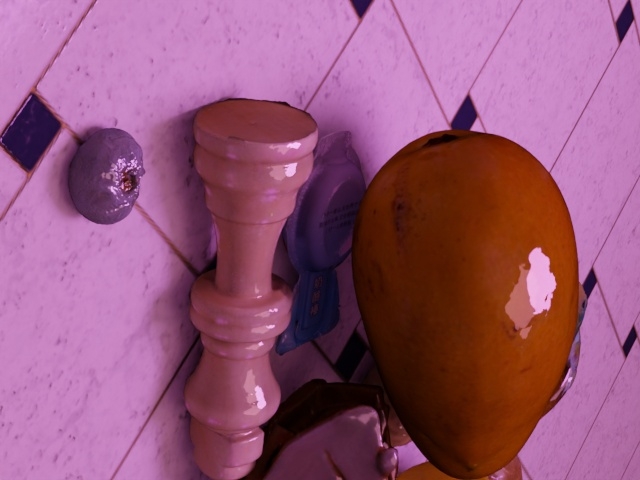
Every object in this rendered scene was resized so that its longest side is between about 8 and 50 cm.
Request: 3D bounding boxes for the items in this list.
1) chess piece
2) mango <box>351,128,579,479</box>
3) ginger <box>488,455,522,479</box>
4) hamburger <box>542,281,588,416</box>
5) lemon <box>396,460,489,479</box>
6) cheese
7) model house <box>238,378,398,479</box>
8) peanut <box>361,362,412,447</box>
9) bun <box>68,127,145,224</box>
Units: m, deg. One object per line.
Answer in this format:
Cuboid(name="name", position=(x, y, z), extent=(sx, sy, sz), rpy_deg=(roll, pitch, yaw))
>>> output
Cuboid(name="chess piece", position=(-0.078, 0.064, 1.309), extent=(0.117, 0.117, 0.397), rpy_deg=(-27, 131, -48))
Cuboid(name="mango", position=(0.156, 0.080, 1.438), extent=(0.300, 0.232, 0.446), rpy_deg=(-103, -177, -47))
Cuboid(name="ginger", position=(0.255, 0.362, 2.014), extent=(0.157, 0.102, 0.216), rpy_deg=(-74, 158, -51))
Cuboid(name="hamburger", position=(0.264, 0.145, 1.829), extent=(0.167, 0.192, 0.288), rpy_deg=(44, 69, -47))
Cuboid(name="lemon", position=(0.154, 0.421, 1.777), extent=(0.219, 0.240, 0.240), rpy_deg=(-23, 141, 2))
Cuboid(name="cheese", position=(0.000, 0.000, 1.443), extent=(0.135, 0.052, 0.245), rpy_deg=(-19, 123, -51))
Cuboid(name="model house", position=(-0.015, 0.269, 1.479), extent=(0.229, 0.219, 0.199), rpy_deg=(-136, -149, -80))
Cuboid(name="peanut", position=(0.113, 0.189, 1.675), extent=(0.159, 0.109, 0.140), rpy_deg=(-58, 141, -23))
Cuboid(name="bun", position=(-0.179, -0.054, 1.135), extent=(0.083, 0.045, 0.083), rpy_deg=(-41, 140, -46))
